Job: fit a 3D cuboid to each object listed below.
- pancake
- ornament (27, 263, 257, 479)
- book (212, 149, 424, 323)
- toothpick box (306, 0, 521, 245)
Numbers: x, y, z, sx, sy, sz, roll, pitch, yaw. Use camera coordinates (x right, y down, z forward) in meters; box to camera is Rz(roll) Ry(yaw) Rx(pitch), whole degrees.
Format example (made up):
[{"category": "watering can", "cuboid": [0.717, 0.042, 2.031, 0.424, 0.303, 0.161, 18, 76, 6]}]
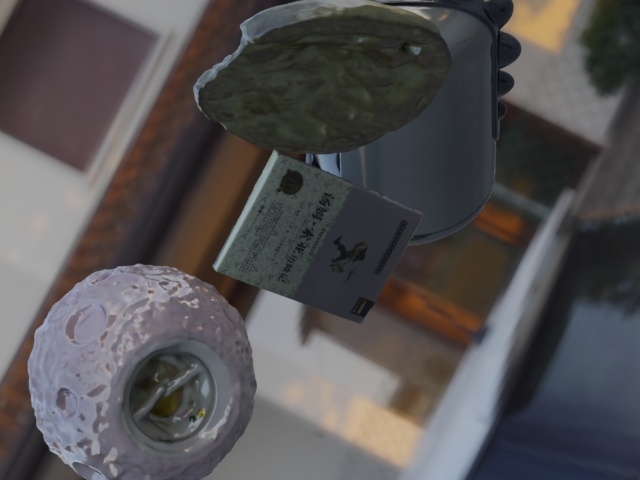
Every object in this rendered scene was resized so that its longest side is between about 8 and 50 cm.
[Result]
[{"category": "pancake", "cuboid": [0.001, -0.144, 1.502, 0.236, 0.223, 0.042, 109, 158, -61]}, {"category": "ornament", "cuboid": [-0.200, 0.154, 1.913, 0.259, 0.259, 0.225, -64, 28, -3]}, {"category": "book", "cuboid": [0.000, 0.000, 1.593, 0.127, 0.182, 0.014, -61, 36, 9]}, {"category": "toothpick box", "cuboid": [0.093, -0.166, 1.783, 0.316, 0.229, 0.229, 86, -153, -49]}]
